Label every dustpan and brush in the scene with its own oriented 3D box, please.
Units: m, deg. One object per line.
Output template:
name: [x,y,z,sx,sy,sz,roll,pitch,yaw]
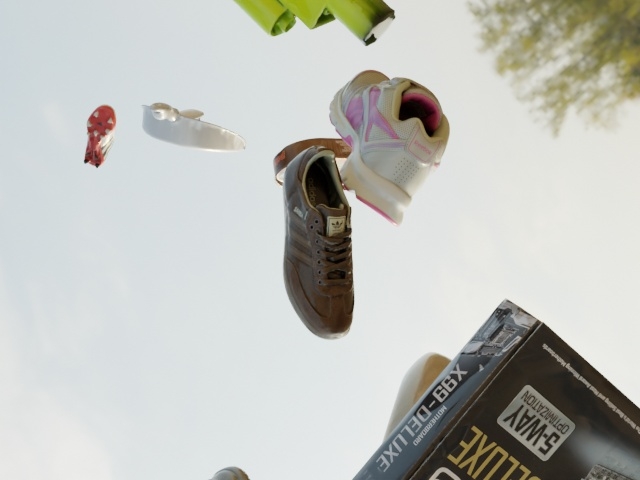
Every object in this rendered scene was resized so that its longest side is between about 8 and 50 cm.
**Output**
dustpan and brush: [-0.187,-0.156,1.514,0.147,0.060,0.211,17,-167,10]

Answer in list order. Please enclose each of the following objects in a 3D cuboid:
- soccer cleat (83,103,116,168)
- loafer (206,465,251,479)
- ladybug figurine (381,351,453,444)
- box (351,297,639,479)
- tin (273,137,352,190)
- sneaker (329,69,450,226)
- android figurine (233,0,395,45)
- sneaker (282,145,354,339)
soccer cleat: [-0.220,-0.109,1.160,0.029,0.083,0.035,22,-136,0]
loafer: [-0.072,0.230,0.962,0.148,0.050,0.056,5,112,65]
ladybug figurine: [0.158,0.331,1.608,0.162,0.305,0.449,17,154,6]
box: [0.199,0.237,1.019,0.307,0.242,0.076,41,180,-22]
tin: [0.025,-0.106,1.594,0.190,0.106,0.040,0,-108,-27]
sneaker: [0.084,-0.122,1.224,0.103,0.111,0.252,34,-155,-25]
android figurine: [-0.023,-0.308,1.035,0.273,0.248,0.056,46,-137,9]
sneaker: [0.000,0.000,1.107,0.066,0.071,0.188,-6,-105,-22]
